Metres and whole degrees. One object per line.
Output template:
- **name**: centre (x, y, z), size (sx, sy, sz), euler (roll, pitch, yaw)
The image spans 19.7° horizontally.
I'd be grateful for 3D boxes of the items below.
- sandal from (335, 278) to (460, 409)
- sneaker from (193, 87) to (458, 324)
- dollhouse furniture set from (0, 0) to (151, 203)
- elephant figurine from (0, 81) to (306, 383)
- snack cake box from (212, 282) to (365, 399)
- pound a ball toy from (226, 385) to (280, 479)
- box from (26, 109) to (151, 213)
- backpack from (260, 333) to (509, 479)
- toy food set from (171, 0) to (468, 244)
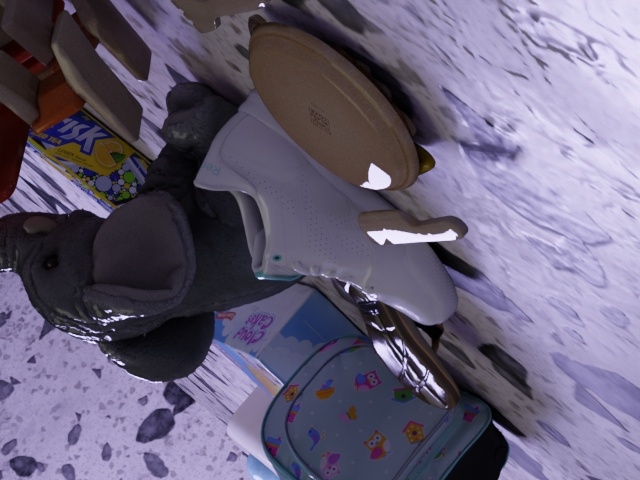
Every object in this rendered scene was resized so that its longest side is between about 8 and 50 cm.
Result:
- **sandal**: centre (0.058, 0.049, 1.365), size (0.180, 0.049, 0.072), euler (58, 160, -12)
- **sneaker**: centre (0.000, 0.000, 1.214), size (0.212, 0.094, 0.080), euler (45, 168, -24)
- **dollhouse furniture set**: centre (-0.237, -0.090, 1.320), size (0.135, 0.262, 0.259), euler (51, -158, -30)
- **elephant figurine**: centre (-0.126, 0.019, 1.293), size (0.169, 0.239, 0.186), euler (55, 166, -28)
- **snack cake box**: centre (0.024, 0.150, 1.782), size (0.264, 0.089, 0.152), euler (44, 170, -22)
- **pound a ball toy**: centre (0.041, 0.324, 2.334), size (0.319, 0.136, 0.208), euler (37, 169, 20)
- **box**: centre (-0.224, -0.082, 1.774), size (0.169, 0.059, 0.054), euler (38, 169, 14)
- **backpack**: centre (0.042, 0.171, 1.587), size (0.188, 0.166, 0.144), euler (28, 163, 40)
- **toy food set**: centre (0.010, -0.079, 1.030), size (0.192, 0.038, 0.132), euler (49, 160, -18)
